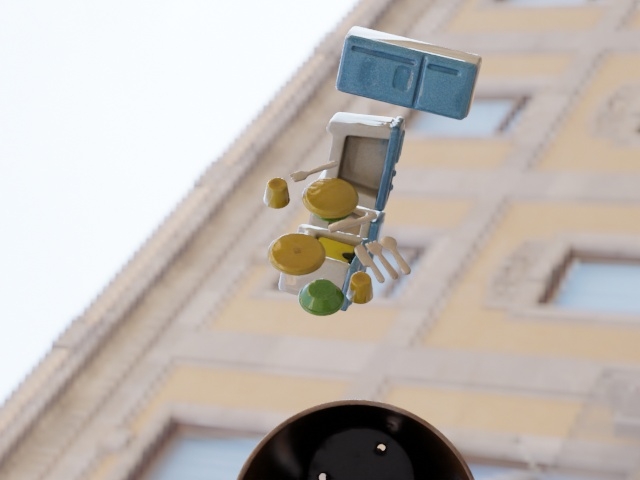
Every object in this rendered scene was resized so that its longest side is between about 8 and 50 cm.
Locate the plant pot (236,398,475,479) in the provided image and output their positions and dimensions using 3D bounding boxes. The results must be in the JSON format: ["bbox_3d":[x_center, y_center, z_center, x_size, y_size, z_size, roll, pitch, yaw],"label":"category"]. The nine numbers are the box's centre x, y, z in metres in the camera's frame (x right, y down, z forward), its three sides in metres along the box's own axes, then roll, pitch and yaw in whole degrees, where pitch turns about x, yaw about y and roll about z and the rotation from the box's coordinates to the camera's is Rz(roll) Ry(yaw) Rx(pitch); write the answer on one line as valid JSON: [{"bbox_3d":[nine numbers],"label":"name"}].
[{"bbox_3d":[0.033,0.233,1.646,0.230,0.215,0.215,-62,-27,-86],"label":"plant pot"}]

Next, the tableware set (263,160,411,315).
[{"bbox_3d":[0.000,0.000,1.522,0.104,0.154,0.024,-18,-40,-19],"label":"tableware set"}]

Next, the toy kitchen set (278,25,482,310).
[{"bbox_3d":[0.053,-0.059,1.602,0.166,0.122,0.207,-60,-18,-68],"label":"toy kitchen set"}]
